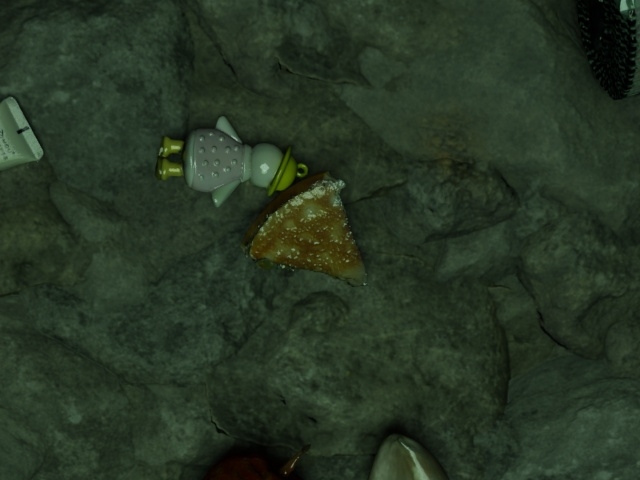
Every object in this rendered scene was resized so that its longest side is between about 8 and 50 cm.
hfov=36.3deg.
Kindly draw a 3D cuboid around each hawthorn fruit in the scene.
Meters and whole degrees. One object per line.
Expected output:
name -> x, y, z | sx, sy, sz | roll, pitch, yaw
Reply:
hawthorn fruit -> -0.090, 0.391, 1.437 | 0.207, 0.207, 0.243 | 32, 95, -12

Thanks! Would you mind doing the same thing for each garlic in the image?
garlic -> 0.134, 0.426, 1.500 | 0.143, 0.112, 0.318 | 16, 115, 16

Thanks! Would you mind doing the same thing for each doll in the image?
doll -> -0.119, -0.106, 1.333 | 0.207, 0.081, 0.129 | 6, 75, -9

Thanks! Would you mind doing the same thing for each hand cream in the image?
hand cream -> -0.522, -0.099, 1.333 | 0.276, 0.059, 0.095 | -24, 106, 0

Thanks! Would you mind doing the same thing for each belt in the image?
belt -> 0.405, -0.310, 1.224 | 0.150, 0.207, 0.257 | -17, 131, 1

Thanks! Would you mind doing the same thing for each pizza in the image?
pizza -> 0.000, 0.000, 1.382 | 0.185, 0.052, 0.195 | -38, 119, 20
